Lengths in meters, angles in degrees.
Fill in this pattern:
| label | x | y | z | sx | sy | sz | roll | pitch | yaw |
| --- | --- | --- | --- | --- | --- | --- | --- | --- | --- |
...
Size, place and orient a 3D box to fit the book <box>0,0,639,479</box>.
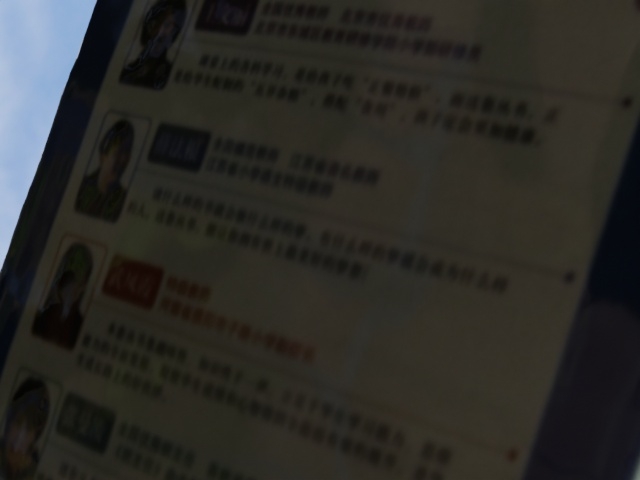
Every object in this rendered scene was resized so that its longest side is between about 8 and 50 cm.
| label | x | y | z | sx | sy | sz | roll | pitch | yaw |
| --- | --- | --- | --- | --- | --- | --- | --- | --- | --- |
| book | 0.000 | 0.000 | 0.504 | 0.300 | 0.039 | 0.428 | 17 | -94 | 47 |
